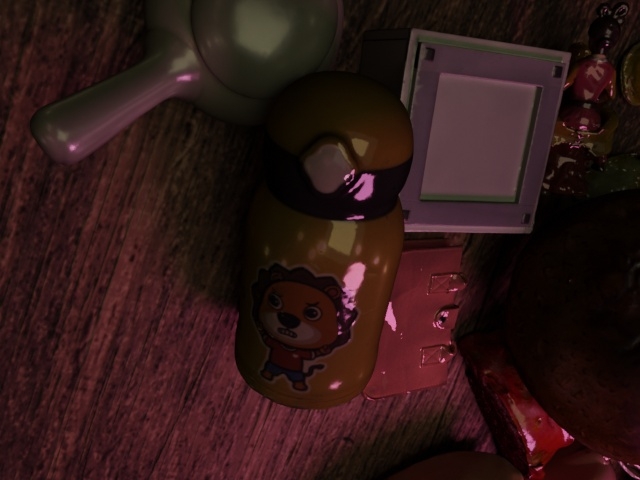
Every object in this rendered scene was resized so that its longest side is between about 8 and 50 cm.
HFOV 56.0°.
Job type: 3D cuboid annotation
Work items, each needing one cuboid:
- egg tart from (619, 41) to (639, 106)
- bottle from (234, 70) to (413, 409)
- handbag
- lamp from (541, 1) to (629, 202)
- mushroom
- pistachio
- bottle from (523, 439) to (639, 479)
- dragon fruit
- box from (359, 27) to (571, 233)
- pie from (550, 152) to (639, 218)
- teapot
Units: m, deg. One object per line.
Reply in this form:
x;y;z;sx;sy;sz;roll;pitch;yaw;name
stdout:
0.484;-0.246;0.879;0.105;0.039;0.105;-6;106;-20;egg tart
0.000;0.000;0.628;0.172;0.171;0.351;-7;127;-20;bottle
0.119;0.106;0.827;0.157;0.059;0.212;-3;106;-21;handbag
0.330;-0.179;0.796;0.118;0.118;0.253;1;105;-23;lamp
0.401;0.103;0.769;0.345;0.345;0.239;-37;148;-8;mushroom
0.164;0.434;0.885;0.318;0.214;0.193;-36;160;-19;pistachio
0.451;0.461;1.007;0.207;0.173;0.296;-20;112;10;bottle
0.345;0.233;0.919;0.212;0.134;0.262;-35;116;-13;dragon fruit
0.166;-0.128;0.739;0.225;0.117;0.225;0;106;-23;box
0.472;-0.002;0.926;0.274;0.105;0.257;-40;102;-8;pie
-0.105;-0.176;0.596;0.220;0.149;0.318;32;91;-26;teapot
